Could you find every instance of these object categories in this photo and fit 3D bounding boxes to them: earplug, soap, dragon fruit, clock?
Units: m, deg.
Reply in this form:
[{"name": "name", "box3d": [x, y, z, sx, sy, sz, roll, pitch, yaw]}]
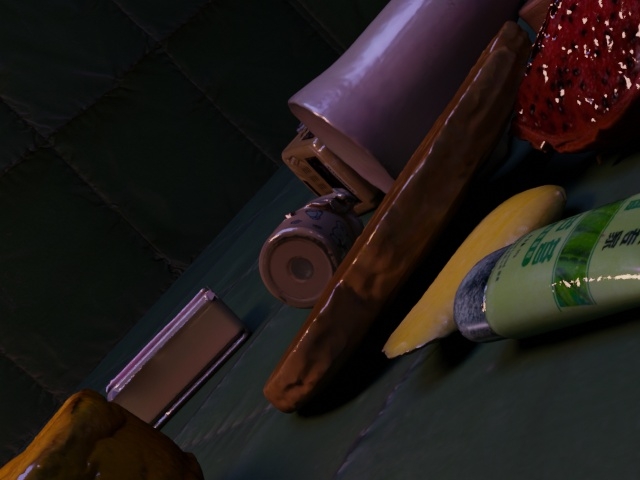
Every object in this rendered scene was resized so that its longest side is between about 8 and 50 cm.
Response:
[{"name": "earplug", "box3d": [0.124, -0.212, 1.202, 0.301, 0.172, 0.172, -50, 8, -3]}, {"name": "soap", "box3d": [0.100, 0.024, 0.707, 0.168, 0.033, 0.089, -47, 6, -18]}, {"name": "dragon fruit", "box3d": [0.211, -0.109, 0.717, 0.127, 0.120, 0.161, -117, 35, -42]}, {"name": "clock", "box3d": [-0.182, 0.151, 1.358, 0.192, 0.071, 0.147, -46, 8, -6]}]

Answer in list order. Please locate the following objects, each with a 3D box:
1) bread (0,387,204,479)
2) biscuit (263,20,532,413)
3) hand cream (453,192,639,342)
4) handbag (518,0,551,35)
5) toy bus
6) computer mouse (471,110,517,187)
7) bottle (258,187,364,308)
[{"name": "bread", "box3d": [-0.175, 0.208, 0.762, 0.195, 0.142, 0.269, -49, 7, -13]}, {"name": "biscuit", "box3d": [0.073, -0.022, 0.869, 0.376, 0.051, 0.269, -57, 1, -14]}, {"name": "hand cream", "box3d": [0.134, 0.011, 0.548, 0.095, 0.046, 0.175, -47, 9, -33]}, {"name": "handbag", "box3d": [0.300, -0.288, 1.171, 0.151, 0.072, 0.193, -34, 15, 52]}, {"name": "toy bus", "box3d": [0.095, -0.174, 1.380, 0.289, 0.139, 0.157, -48, 12, -14]}, {"name": "computer mouse", "box3d": [0.140, -0.094, 1.047, 0.089, 0.056, 0.182, -46, 7, 26]}, {"name": "bottle", "box3d": [-0.001, 0.000, 1.143, 0.099, 0.099, 0.152, -41, 5, 27]}]
